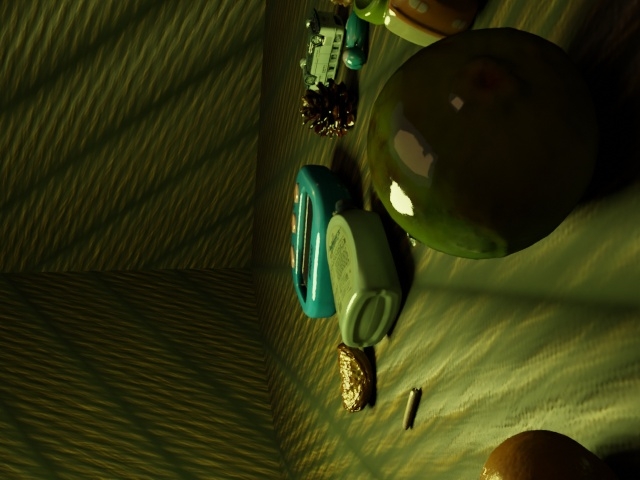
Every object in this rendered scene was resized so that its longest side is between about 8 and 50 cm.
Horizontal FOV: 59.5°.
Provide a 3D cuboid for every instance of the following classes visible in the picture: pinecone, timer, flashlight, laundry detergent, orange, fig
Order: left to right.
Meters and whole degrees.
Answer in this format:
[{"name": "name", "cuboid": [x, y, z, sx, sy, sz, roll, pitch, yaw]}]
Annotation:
[{"name": "timer", "cuboid": [0.000, 0.000, 1.362, 0.309, 0.115, 0.341, -115, 27, -64]}, {"name": "pinecone", "cuboid": [0.015, -0.300, 1.271, 0.140, 0.120, 0.141, 179, 90, -69]}, {"name": "laundry detergent", "cuboid": [0.067, 0.041, 1.085, 0.215, 0.105, 0.281, 100, 162, -45]}, {"name": "flashlight", "cuboid": [0.077, -0.424, 1.166, 0.051, 0.051, 0.129, -137, 54, -73]}, {"name": "fig", "cuboid": [0.140, -0.080, 0.538, 0.230, 0.207, 0.208, 122, 145, -66]}, {"name": "orange", "cuboid": [0.198, 0.242, 0.473, 0.156, 0.123, 0.156, 7, -90, -84]}]

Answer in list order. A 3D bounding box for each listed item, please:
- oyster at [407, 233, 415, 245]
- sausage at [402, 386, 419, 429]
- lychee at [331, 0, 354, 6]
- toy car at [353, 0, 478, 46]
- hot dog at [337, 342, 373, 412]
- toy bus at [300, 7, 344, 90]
[{"name": "oyster", "cuboid": [0.147, -0.047, 0.915, 0.098, 0.037, 0.101, -75, -30, -65]}, {"name": "sausage", "cuboid": [0.150, 0.281, 0.934, 0.015, 0.015, 0.100, -111, 24, -56]}, {"name": "lychee", "cuboid": [0.033, -0.525, 0.915, 0.267, 0.267, 0.268, 179, 90, -77]}, {"name": "toy car", "cuboid": [0.152, -0.376, 0.685, 0.235, 0.145, 0.235, -23, 63, 55]}, {"name": "hot dog", "cuboid": [0.071, 0.286, 1.174, 0.099, 0.065, 0.147, 160, 103, -76]}, {"name": "toy bus", "cuboid": [0.004, -0.461, 1.375, 0.194, 0.088, 0.087, 105, 159, -49]}]
